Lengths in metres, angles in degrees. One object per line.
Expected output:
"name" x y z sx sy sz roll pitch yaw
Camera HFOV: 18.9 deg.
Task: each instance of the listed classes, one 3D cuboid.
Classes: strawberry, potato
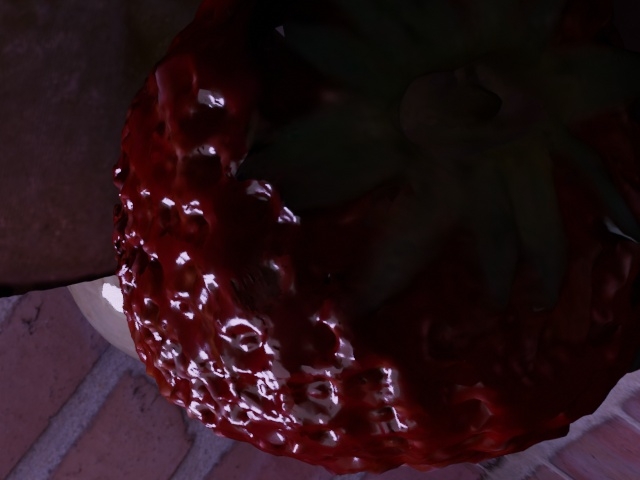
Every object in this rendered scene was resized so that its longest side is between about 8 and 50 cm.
"strawberry" 0.032 -0.022 0.977 0.291 0.292 0.310 36 169 -1
"potato" -0.205 -0.143 1.167 0.296 0.397 0.290 26 128 51

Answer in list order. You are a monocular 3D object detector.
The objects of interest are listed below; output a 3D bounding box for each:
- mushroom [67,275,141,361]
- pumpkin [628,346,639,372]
"mushroom" -0.072 -0.045 1.582 0.290 0.292 0.292 -4 152 24
"pumpkin" 0.155 -0.020 1.200 0.312 0.148 0.169 -179 77 -68
